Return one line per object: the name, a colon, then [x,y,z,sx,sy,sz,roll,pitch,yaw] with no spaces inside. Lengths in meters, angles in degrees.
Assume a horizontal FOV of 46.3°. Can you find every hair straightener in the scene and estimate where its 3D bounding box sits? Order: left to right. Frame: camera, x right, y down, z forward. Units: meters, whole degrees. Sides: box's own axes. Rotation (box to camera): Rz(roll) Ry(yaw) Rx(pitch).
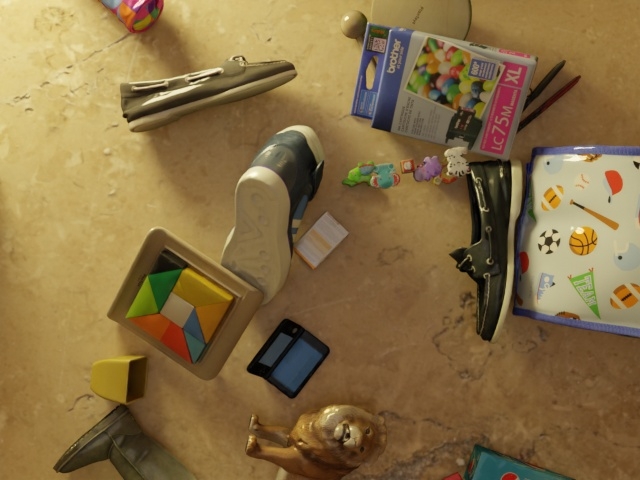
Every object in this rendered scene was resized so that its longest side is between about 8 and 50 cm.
hair straightener: [0.377,-0.261,1.415,0.230,0.047,0.089,-41,88,4]

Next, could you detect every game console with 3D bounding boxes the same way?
game console: [-0.059,0.220,1.387,0.071,0.107,0.122,36,88,30]

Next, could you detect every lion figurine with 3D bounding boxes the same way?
lion figurine: [-0.041,0.462,1.362,0.240,0.142,0.392,17,103,-7]

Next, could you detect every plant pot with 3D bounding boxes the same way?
plant pot: [-0.376,0.253,1.385,0.083,0.081,0.081,4,88,12]

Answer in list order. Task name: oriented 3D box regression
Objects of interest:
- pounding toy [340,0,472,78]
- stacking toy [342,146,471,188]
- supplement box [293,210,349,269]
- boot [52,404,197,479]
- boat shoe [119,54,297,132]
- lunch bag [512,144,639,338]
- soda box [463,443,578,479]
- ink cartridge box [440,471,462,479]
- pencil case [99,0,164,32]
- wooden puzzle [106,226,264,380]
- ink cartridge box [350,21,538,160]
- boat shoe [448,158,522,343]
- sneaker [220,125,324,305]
pounding toy: [0.174,-0.412,1.401,0.237,0.110,0.183,-29,100,28]
stacking toy: [0.152,-0.118,1.346,0.221,0.167,0.052,-8,89,-1]
supplement box: [0.000,0.000,1.408,0.062,0.036,0.098,45,89,2]
boot: [-0.362,0.432,1.388,0.189,0.076,0.208,-39,95,1]
boat shoe: [-0.213,-0.293,1.382,0.335,0.112,0.095,-17,93,3]
lunch bag: [0.540,0.003,1.301,0.385,0.239,0.328,6,90,26]
soda box: [0.378,0.448,1.376,0.210,0.067,0.071,19,88,1]
ink cartridge box: [0.196,0.599,1.378,0.275,0.060,0.239,-27,89,0]
pencil case: [-0.397,-0.499,1.397,0.104,0.104,0.236,-44,90,-1]
wooden puzzle: [-0.252,0.122,1.366,0.238,0.044,0.221,32,111,0]
ink cartridge box: [0.212,-0.271,1.351,0.311,0.065,0.186,16,115,11]
boat shoe: [0.292,0.013,1.362,0.113,0.127,0.340,7,87,2]
sneaker: [-0.069,-0.055,1.369,0.130,0.323,0.236,23,44,12]
